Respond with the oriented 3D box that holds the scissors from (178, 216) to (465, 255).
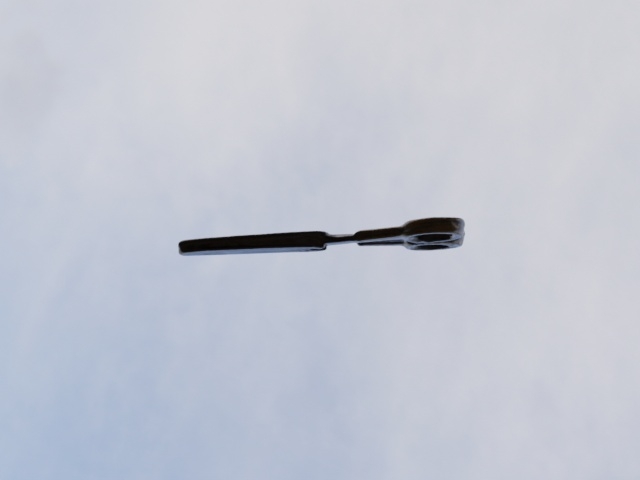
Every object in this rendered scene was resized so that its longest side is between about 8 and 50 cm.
[{"bbox_3d":[0.000,0.000,1.062,0.220,0.088,0.017,-3,-97,5],"label":"scissors"}]
